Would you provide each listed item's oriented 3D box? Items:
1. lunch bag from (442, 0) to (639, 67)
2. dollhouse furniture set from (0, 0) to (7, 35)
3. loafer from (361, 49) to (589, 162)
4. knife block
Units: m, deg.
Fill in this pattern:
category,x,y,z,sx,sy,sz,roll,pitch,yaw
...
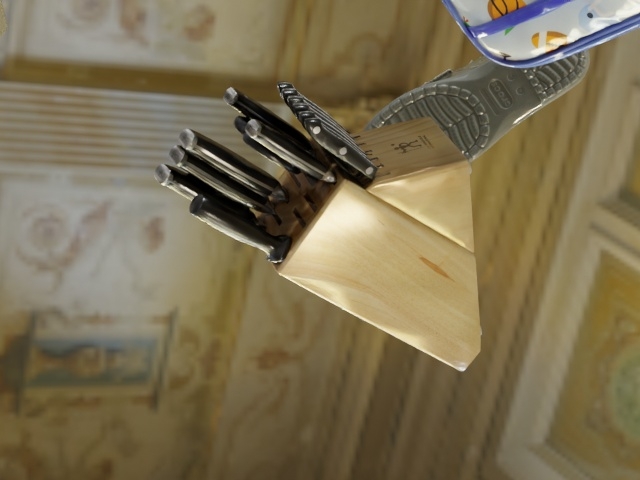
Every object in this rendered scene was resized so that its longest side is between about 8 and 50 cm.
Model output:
category,x,y,z,sx,sy,sz,roll,pitch,yaw
lunch bag,0.206,-0.265,1.325,0.303,0.115,0.243,-16,-65,48
dollhouse furniture set,-0.229,-0.158,0.970,0.182,0.101,0.161,-63,148,-56
loafer,0.156,-0.134,1.721,0.094,0.251,0.087,63,4,-2
knife block,0.000,0.000,1.377,0.088,0.242,0.276,-122,-159,-55
